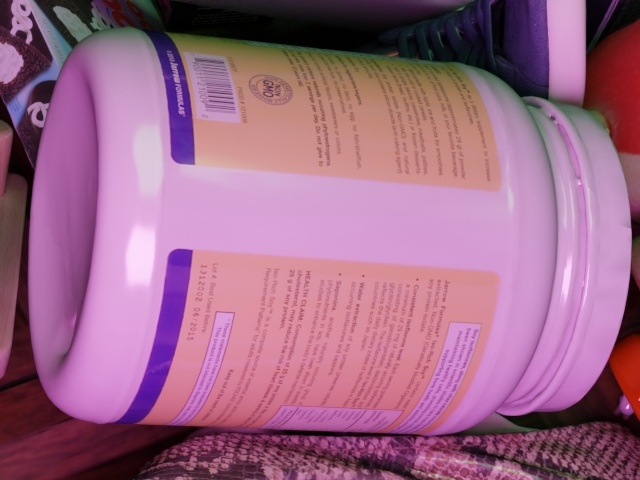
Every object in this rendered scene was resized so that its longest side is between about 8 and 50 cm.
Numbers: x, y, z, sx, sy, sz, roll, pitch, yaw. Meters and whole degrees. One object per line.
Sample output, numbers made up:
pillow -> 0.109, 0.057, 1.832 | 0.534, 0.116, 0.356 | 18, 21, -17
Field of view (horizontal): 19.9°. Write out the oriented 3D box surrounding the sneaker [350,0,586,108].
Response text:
sneaker -> 0.094, -0.119, 1.334 | 0.148, 0.350, 0.131 | 5, 73, -7

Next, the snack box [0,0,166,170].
snack box -> -0.176, -0.140, 1.372 | 0.187, 0.060, 0.322 | 19, 37, -55

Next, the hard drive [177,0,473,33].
hard drive -> -0.004, -0.199, 1.390 | 0.307, 0.203, 0.040 | 3, 89, -44

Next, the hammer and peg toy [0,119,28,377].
hammer and peg toy -> -0.334, -0.022, 1.240 | 0.266, 0.127, 0.361 | 8, 27, -11

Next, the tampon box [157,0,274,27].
tampon box -> -0.081, -0.273, 1.495 | 0.101, 0.161, 0.120 | -7, 56, -24

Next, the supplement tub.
supplement tub -> 0.000, 0.000, 1.144 | 0.331, 0.241, 0.241 | 5, 53, -20

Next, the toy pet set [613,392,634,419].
toy pet set -> 0.288, 0.127, 1.372 | 0.122, 0.065, 0.114 | 29, 52, 4

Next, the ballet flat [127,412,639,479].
ballet flat -> 0.025, 0.180, 1.213 | 0.482, 0.164, 0.182 | 1, 37, -25

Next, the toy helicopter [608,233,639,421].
toy helicopter -> 0.285, 0.128, 1.173 | 0.140, 0.235, 0.355 | -30, 51, 10

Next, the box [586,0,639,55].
box -> 0.183, -0.326, 1.606 | 0.343, 0.179, 0.312 | 40, 54, 14

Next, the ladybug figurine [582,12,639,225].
ladybug figurine -> 0.364, -0.096, 1.419 | 0.449, 0.162, 0.305 | -3, 21, -38
